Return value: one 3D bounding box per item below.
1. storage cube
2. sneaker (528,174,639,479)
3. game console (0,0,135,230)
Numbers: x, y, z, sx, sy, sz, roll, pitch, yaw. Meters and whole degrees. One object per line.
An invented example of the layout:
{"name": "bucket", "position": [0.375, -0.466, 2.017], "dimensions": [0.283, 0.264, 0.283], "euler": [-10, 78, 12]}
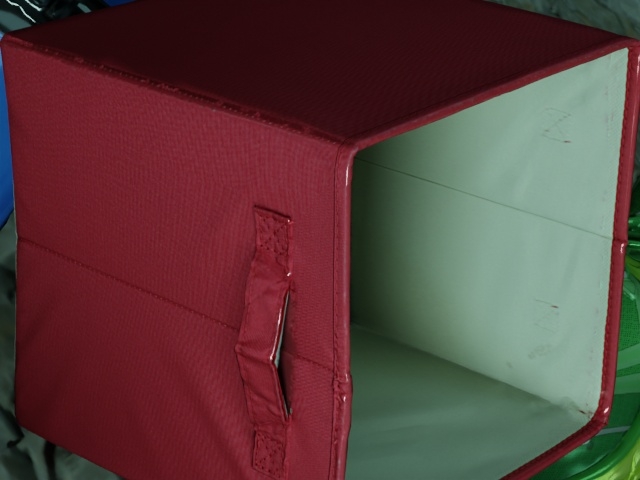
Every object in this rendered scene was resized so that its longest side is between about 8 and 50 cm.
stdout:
{"name": "storage cube", "position": [0.000, 0.000, 0.793], "dimensions": [0.215, 0.193, 0.184], "euler": [-23, 123, -45]}
{"name": "sneaker", "position": [0.152, 0.030, 0.997], "dimensions": [0.123, 0.109, 0.295], "euler": [47, 46, -10]}
{"name": "game console", "position": [-0.241, -0.128, 0.849], "dimensions": [0.293, 0.173, 0.250], "euler": [40, 16, -12]}
